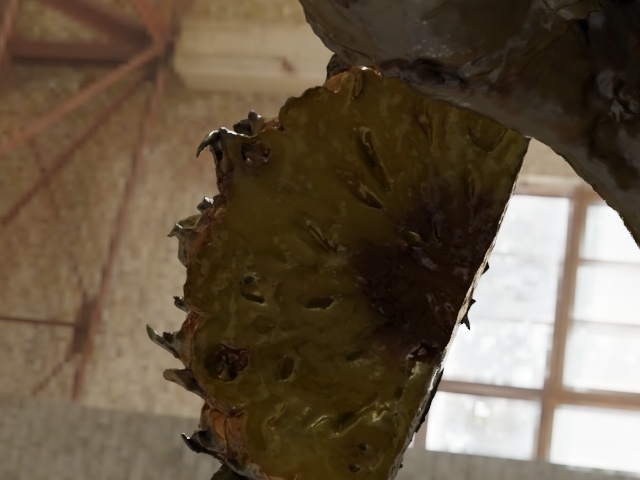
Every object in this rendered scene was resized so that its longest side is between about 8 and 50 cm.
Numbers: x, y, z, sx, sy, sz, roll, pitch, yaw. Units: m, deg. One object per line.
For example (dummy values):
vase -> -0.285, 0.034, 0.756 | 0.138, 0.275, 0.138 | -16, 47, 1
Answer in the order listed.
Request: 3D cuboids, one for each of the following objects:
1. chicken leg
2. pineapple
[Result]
chicken leg -> 0.055, -0.049, 0.425 | 0.198, 0.069, 0.085 | 49, -122, -23
pineapple -> 0.000, 0.001, 0.730 | 0.079, 0.135, 0.233 | 86, -151, -67
